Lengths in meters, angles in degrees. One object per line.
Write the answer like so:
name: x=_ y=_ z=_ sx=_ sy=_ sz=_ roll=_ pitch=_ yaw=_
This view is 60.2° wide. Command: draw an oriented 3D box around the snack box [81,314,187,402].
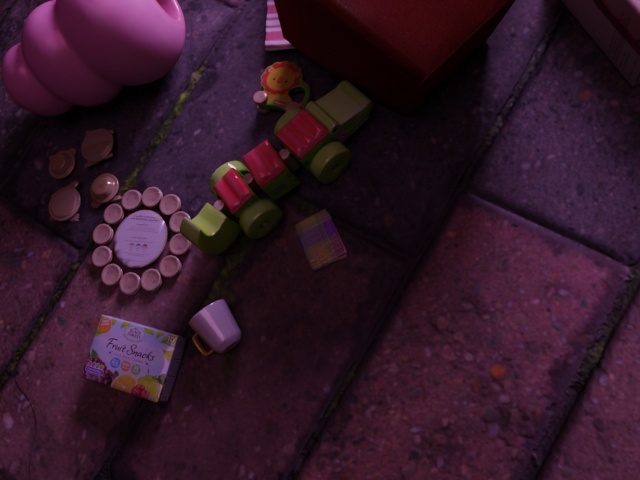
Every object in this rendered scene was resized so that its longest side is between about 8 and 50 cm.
snack box: x=-0.283 y=0.178 z=0.841 sx=0.141 sy=0.037 sz=0.100 roll=11 pitch=77 yaw=18

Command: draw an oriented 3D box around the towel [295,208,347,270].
towel: x=0.000 y=0.000 z=0.825 sx=0.060 sy=0.009 sz=0.083 roll=-27 pitch=69 yaw=8

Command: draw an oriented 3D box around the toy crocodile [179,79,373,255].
toy crocodile: x=-0.065 y=-0.110 z=0.823 sx=0.340 sy=0.105 sz=0.115 roll=-40 pitch=69 yaw=2

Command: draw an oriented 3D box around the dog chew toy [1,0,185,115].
dog chew toy: x=-0.395 y=-0.324 z=0.933 sx=0.332 sy=0.207 sz=0.206 roll=-27 pitch=69 yaw=16

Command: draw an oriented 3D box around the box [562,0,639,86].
box: x=0.431 y=-0.355 z=0.738 sx=0.149 sy=0.127 sz=0.232 roll=-29 pitch=70 yaw=7

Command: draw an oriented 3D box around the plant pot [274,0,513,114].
plant pot: x=0.112 y=-0.334 z=0.757 sx=0.267 sy=0.267 sz=0.236 roll=-44 pitch=87 yaw=1

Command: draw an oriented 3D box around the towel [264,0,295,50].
towel: x=-0.018 y=-0.410 z=0.935 sx=0.144 sy=0.029 sz=0.197 roll=-1 pitch=75 yaw=13

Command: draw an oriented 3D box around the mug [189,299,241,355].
mug: x=-0.150 y=0.133 z=0.813 sx=0.062 sy=0.078 sz=0.064 roll=-32 pitch=75 yaw=-29

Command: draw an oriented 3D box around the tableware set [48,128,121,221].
tableware set: x=-0.417 y=-0.114 z=0.970 sx=0.141 sy=0.020 sz=0.168 roll=-17 pitch=71 yaw=10

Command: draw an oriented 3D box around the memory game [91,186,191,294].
memory game: x=-0.295 y=-0.001 z=0.907 sx=0.186 sy=0.012 sz=0.186 roll=-4 pitch=74 yaw=15

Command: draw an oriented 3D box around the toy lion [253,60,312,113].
toy lion: x=-0.057 y=-0.247 z=0.900 sx=0.100 sy=0.034 sz=0.096 roll=24 pitch=75 yaw=20
